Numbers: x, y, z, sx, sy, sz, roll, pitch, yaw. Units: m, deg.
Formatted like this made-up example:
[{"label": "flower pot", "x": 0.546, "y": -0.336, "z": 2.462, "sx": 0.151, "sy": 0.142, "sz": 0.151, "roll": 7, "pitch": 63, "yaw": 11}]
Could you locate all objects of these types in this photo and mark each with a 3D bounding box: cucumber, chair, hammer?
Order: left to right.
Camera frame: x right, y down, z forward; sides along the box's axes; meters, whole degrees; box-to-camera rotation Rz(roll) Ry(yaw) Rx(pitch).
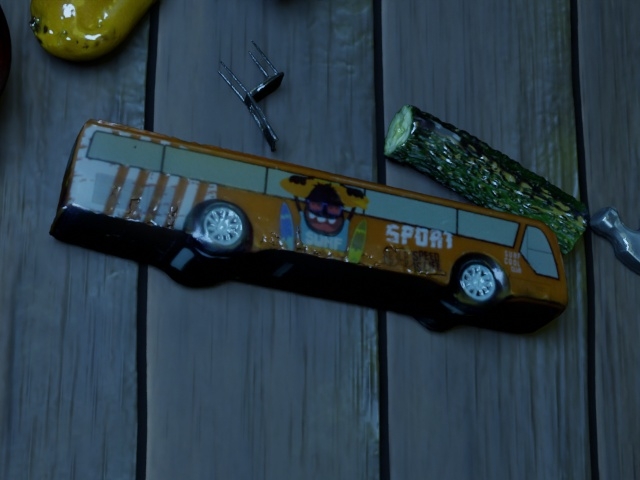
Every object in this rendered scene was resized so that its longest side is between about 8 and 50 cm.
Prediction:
[{"label": "chair", "x": -0.046, "y": -0.119, "z": 0.919, "sx": 0.042, "sy": 0.037, "sz": 0.086, "roll": -31, "pitch": 86, "yaw": -12}, {"label": "cucumber", "x": 0.141, "y": -0.053, "z": 0.962, "sx": 0.187, "sy": 0.058, "sz": 0.058, "roll": 30, "pitch": 70, "yaw": -9}, {"label": "hammer", "x": 0.354, "y": -0.065, "z": 1.054, "sx": 0.103, "sy": 0.029, "sz": 0.246, "roll": 43, "pitch": 67, "yaw": -6}]

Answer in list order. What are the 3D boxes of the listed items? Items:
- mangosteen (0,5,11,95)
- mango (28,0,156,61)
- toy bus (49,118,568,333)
[{"label": "mangosteen", "x": -0.301, "y": -0.108, "z": 0.767, "sx": 0.200, "sy": 0.200, "sz": 0.199, "roll": 4, "pitch": 77, "yaw": -19}, {"label": "mango", "x": -0.173, "y": -0.188, "z": 0.875, "sx": 0.077, "sy": 0.063, "sz": 0.127, "roll": 44, "pitch": 63, "yaw": 0}, {"label": "toy bus", "x": 0.000, "y": 0.000, "z": 0.879, "sx": 0.409, "sy": 0.093, "sz": 0.092, "roll": 12, "pitch": 67, "yaw": -17}]
